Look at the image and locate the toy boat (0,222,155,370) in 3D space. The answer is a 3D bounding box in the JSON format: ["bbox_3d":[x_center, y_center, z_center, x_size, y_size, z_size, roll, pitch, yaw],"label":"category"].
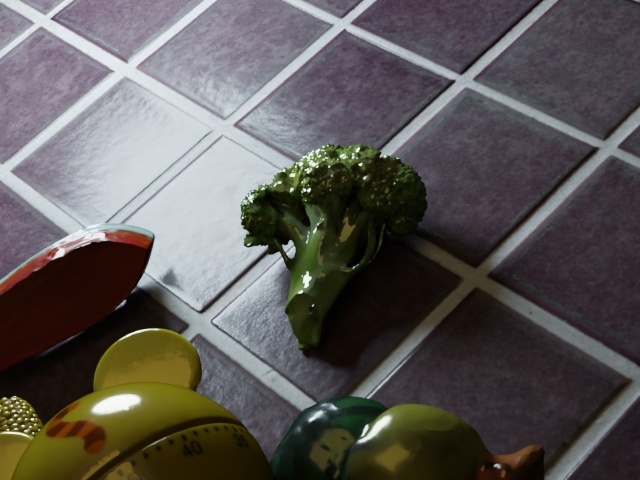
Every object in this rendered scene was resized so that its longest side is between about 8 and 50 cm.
[{"bbox_3d":[-0.408,0.075,2.132,0.332,0.145,0.133,-30,18,-6],"label":"toy boat"}]

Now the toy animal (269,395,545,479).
[{"bbox_3d":[0.093,0.291,1.682,0.338,0.191,0.216,9,52,29],"label":"toy animal"}]

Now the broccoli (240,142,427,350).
[{"bbox_3d":[-0.009,-0.034,2.021,0.254,0.186,0.302,33,61,30],"label":"broccoli"}]

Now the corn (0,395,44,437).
[{"bbox_3d":[-0.397,0.335,1.862,0.091,0.091,0.260,0,47,-39],"label":"corn"}]

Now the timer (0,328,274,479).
[{"bbox_3d":[-0.243,0.319,1.679,0.376,0.376,0.387,-39,58,-13],"label":"timer"}]
